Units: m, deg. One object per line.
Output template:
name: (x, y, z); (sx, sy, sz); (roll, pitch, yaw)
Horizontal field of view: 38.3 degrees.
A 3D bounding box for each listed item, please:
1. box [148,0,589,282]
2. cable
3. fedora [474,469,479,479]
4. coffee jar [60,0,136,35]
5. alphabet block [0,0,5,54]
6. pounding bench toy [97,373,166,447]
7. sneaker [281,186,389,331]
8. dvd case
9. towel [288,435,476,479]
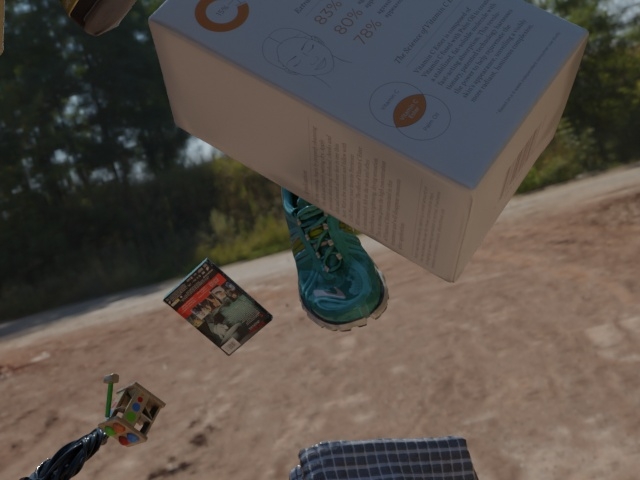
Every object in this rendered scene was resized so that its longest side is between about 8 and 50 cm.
box: (0.043, -0.154, 0.898); (0.215, 0.345, 0.168); (-51, -19, -24)
cable: (-0.362, 0.322, 1.323); (0.150, 0.047, 0.184); (-36, 1, -43)
fedora: (0.225, 0.515, 1.696); (0.124, 0.276, 0.243); (-22, -1, 22)
coffee jar: (-0.272, -0.317, 0.998); (0.096, 0.184, 0.079); (-36, 6, 41)
alphabet block: (-0.555, -0.322, 1.243); (0.197, 0.192, 0.193); (114, -178, -48)
pounding bench toy: (-0.257, 0.219, 1.189); (0.052, 0.083, 0.065); (-27, 29, 46)
sneaker: (0.000, 0.000, 1.123); (0.107, 0.110, 0.275); (-24, 44, 0)
dvd case: (-0.134, 0.089, 1.205); (0.087, 0.119, 0.013); (-41, 16, 21)
towel: (0.116, 0.399, 1.313); (0.283, 0.235, 0.121); (2, -48, -23)
